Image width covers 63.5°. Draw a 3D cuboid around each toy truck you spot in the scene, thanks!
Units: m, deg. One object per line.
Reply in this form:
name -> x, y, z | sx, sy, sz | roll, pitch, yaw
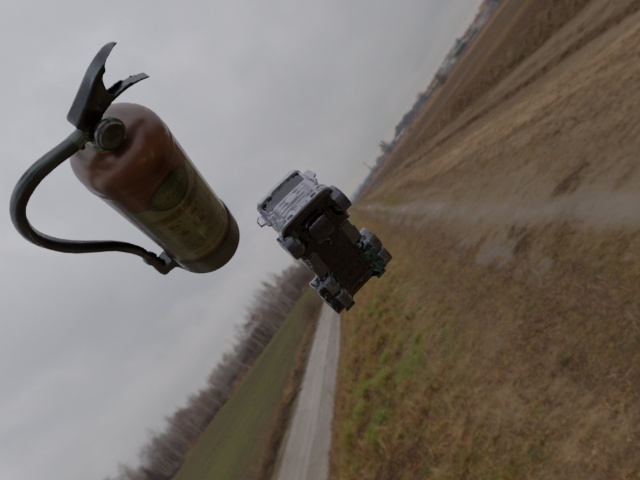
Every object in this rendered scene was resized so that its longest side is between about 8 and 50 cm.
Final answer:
toy truck -> 0.000, 0.000, 0.696 | 0.110, 0.116, 0.216 | -46, -42, -6

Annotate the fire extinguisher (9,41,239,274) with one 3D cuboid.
fire extinguisher -> -0.218, -0.042, 0.636 | 0.376, 0.113, 0.200 | 71, -141, -65
